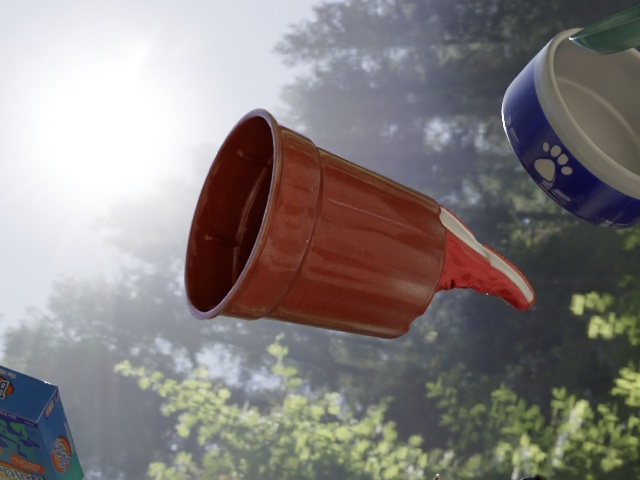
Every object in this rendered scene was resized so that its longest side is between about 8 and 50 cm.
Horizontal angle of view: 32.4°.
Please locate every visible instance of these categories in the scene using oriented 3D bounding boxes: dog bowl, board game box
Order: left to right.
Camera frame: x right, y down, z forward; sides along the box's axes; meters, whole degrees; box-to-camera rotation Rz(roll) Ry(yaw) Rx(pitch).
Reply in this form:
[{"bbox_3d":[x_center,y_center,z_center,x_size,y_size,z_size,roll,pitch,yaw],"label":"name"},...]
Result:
[{"bbox_3d":[-0.338,0.192,1.144,0.210,0.160,0.047,94,-163,-55],"label":"board game box"},{"bbox_3d":[0.377,-0.150,1.468,0.265,0.104,0.265,18,-130,-23],"label":"dog bowl"}]

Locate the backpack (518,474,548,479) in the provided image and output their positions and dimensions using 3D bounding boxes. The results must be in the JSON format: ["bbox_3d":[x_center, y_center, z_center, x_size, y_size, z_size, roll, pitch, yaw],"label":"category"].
[{"bbox_3d":[0.260,0.493,1.398,0.290,0.273,0.355,58,-170,6],"label":"backpack"}]

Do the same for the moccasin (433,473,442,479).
[{"bbox_3d":[0.202,0.491,1.855,0.139,0.380,0.147,81,-151,-42],"label":"moccasin"}]

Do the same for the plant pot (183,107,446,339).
[{"bbox_3d":[0.000,0.000,1.408,0.265,0.272,0.272,17,-97,-24],"label":"plant pot"}]

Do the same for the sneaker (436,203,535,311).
[{"bbox_3d":[0.197,0.058,1.589,0.221,0.087,0.128,40,-101,-6],"label":"sneaker"}]

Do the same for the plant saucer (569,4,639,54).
[{"bbox_3d":[0.242,-0.160,0.802,0.119,0.119,0.021,-30,-78,-39],"label":"plant saucer"}]
